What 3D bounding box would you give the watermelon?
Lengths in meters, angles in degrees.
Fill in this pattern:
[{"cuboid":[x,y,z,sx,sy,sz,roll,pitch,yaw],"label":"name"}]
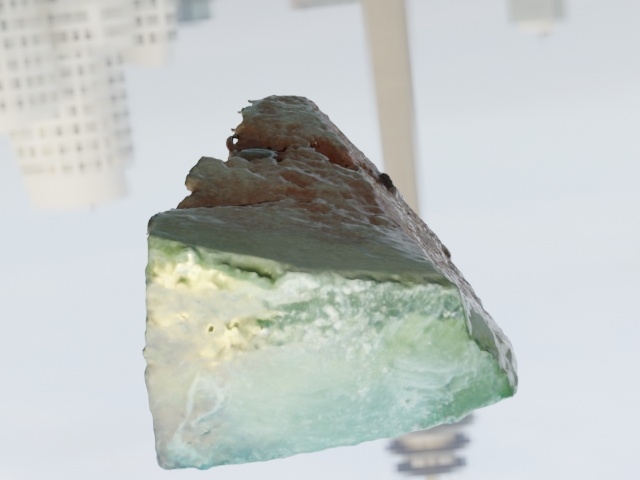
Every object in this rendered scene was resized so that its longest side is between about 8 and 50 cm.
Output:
[{"cuboid":[0.000,0.000,0.835,0.154,0.094,0.241,-2,-156,-3],"label":"watermelon"}]
